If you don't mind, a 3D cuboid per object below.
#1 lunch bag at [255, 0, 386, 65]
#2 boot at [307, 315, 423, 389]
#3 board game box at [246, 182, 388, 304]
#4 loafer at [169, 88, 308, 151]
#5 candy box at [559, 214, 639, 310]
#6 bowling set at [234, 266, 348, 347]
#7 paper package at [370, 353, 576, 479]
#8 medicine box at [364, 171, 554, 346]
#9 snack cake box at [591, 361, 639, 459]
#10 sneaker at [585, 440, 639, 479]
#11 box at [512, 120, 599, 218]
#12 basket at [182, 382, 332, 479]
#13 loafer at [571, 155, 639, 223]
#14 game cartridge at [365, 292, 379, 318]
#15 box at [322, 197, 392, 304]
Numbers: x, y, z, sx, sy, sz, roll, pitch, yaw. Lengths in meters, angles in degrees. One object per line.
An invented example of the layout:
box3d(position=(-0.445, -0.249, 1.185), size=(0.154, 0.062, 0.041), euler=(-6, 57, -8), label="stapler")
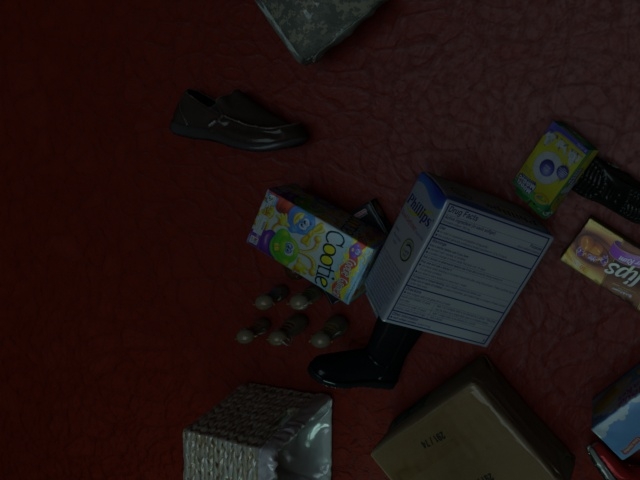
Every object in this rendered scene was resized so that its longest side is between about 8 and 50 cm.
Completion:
box3d(position=(-0.011, -0.548, 1.453), size=(0.235, 0.169, 0.287), euler=(-33, 83, 25), label="lunch bag")
box3d(position=(0.110, 0.237, 1.564), size=(0.247, 0.094, 0.207), euler=(11, 113, -26), label="boot")
box3d(position=(0.000, 0.000, 1.526), size=(0.275, 0.144, 0.142), euler=(30, 110, 16), label="board game box")
box3d(position=(-0.201, -0.291, 1.609), size=(0.366, 0.134, 0.130), euler=(12, 106, 20), label="loafer")
box3d(position=(0.601, 0.044, 1.386), size=(0.187, 0.053, 0.109), euler=(36, 113, 14), label="candy box")
box3d(position=(-0.088, 0.155, 1.648), size=(0.287, 0.154, 0.199), euler=(-7, 99, 24), label="bowling set")
box3d(position=(0.337, 0.478, 1.532), size=(0.325, 0.168, 0.309), euler=(-44, 81, 25), label="paper package")
box3d(position=(0.277, 0.044, 1.404), size=(0.264, 0.149, 0.289), euler=(17, 112, -22), label="medicine box")
box3d(position=(0.672, 0.301, 1.357), size=(0.089, 0.152, 0.264), euler=(45, 114, 8), label="snack cake box")
box3d(position=(0.692, 0.511, 1.442), size=(0.279, 0.107, 0.118), euler=(40, 95, 7), label="sneaker")
box3d(position=(0.465, -0.139, 1.376), size=(0.105, 0.043, 0.179), euler=(53, 133, 34), label="box")
box3d(position=(-0.148, 0.559, 1.671), size=(0.266, 0.328, 0.331), euler=(8, 105, 24), label="basket")
box3d(position=(0.573, -0.111, 1.355), size=(0.220, 0.078, 0.080), euler=(45, 128, 26), label="loafer")
box3d(position=(0.146, 0.146, 1.624), size=(0.056, 0.017, 0.083), euler=(-24, 92, 22), label="game cartridge")
box3d(position=(0.078, 0.028, 1.606), size=(0.220, 0.051, 0.175), euler=(-29, 89, 26), label="box")
